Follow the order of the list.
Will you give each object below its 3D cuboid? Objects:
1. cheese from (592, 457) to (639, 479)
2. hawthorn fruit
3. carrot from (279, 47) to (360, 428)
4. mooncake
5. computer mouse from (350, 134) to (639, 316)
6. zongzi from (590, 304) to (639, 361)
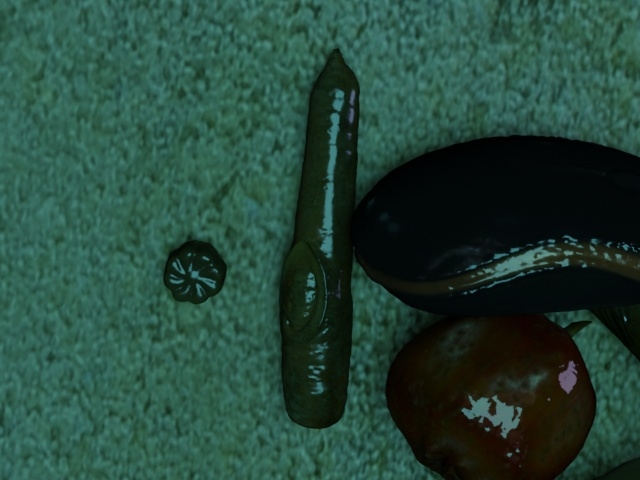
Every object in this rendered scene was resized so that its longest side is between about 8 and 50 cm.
[{"bbox_3d":[0.305,0.323,1.815,0.266,0.127,0.233,-25,103,-2],"label":"cheese"},{"bbox_3d":[0.165,0.130,1.738,0.200,0.179,0.179,-43,104,-8],"label":"hawthorn fruit"},{"bbox_3d":[0.001,0.000,1.743,0.070,0.070,0.342,2,99,-9],"label":"carrot"},{"bbox_3d":[-0.213,0.142,1.745,0.150,0.057,0.347,24,90,1],"label":"mooncake"},{"bbox_3d":[0.188,-0.019,1.707,0.323,0.183,0.116,-4,130,-9],"label":"computer mouse"},{"bbox_3d":[0.340,0.133,1.753,0.300,0.138,0.286,5,66,-1],"label":"zongzi"}]
